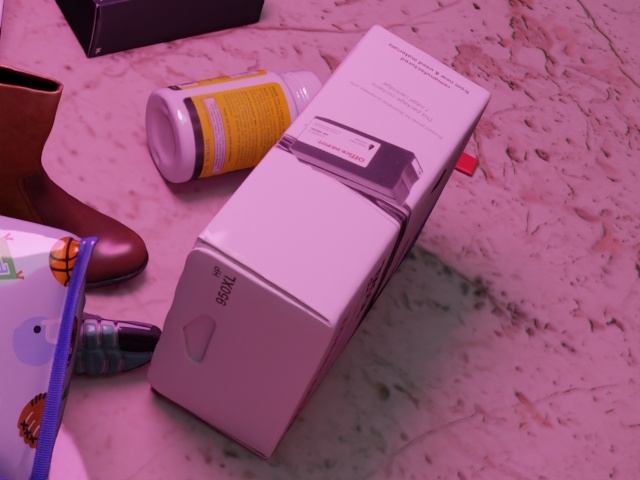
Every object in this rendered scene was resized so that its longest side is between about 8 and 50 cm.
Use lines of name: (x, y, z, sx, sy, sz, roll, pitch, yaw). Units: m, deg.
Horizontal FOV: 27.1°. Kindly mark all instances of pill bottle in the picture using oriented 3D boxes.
pill bottle: (-0.101, -0.147, 1.646, 0.208, 0.119, 0.119, -14, 59, -27)

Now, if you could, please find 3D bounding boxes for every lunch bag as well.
lunch bag: (-0.400, 0.154, 1.223, 0.327, 0.239, 0.385, 14, 82, -9)

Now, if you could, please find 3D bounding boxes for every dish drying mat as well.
dish drying mat: (0.170, -0.115, 1.782, 0.083, 0.008, 0.032, 27, 50, 2)

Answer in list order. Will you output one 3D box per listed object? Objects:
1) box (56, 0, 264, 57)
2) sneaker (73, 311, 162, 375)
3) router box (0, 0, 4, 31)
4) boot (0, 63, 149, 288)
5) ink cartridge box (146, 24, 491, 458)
box: (-0.225, -0.366, 1.791, 0.261, 0.103, 0.184, -18, 63, -29)
sneaker: (-0.283, 0.089, 1.429, 0.223, 0.083, 0.098, -2, 49, -18)
router box: (-0.532, -0.437, 1.650, 0.301, 0.082, 0.335, 6, 84, -14)
boot: (-0.296, -0.082, 1.425, 0.264, 0.280, 0.096, 23, 50, 1)
ink cartridge box: (0.000, 0.000, 1.455, 0.166, 0.285, 0.395, 31, 51, 7)
